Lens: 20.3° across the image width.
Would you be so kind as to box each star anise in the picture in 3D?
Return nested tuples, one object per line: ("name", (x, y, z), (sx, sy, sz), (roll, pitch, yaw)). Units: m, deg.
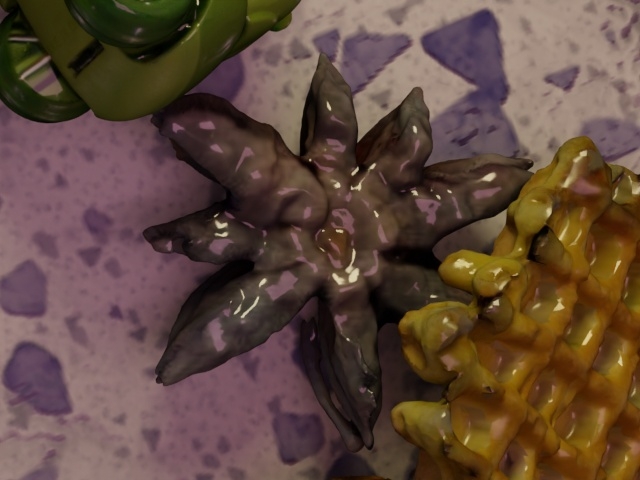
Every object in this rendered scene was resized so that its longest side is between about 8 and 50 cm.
("star anise", (0.000, 0.000, 0.950), (0.229, 0.093, 0.236), (-45, 110, -8))

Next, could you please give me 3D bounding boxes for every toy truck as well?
("toy truck", (-0.084, -0.155, 0.873), (0.211, 0.148, 0.187), (-9, 78, -32))

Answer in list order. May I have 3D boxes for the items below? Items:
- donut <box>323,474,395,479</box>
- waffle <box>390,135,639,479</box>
("donut", (0.026, 0.211, 1.000), (0.190, 0.075, 0.174), (4, 95, -24))
("waffle", (0.144, 0.113, 0.972), (0.329, 0.062, 0.329), (-7, 100, -49))
